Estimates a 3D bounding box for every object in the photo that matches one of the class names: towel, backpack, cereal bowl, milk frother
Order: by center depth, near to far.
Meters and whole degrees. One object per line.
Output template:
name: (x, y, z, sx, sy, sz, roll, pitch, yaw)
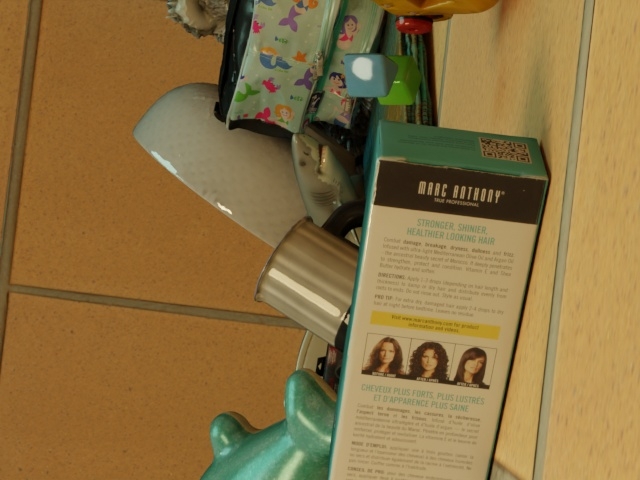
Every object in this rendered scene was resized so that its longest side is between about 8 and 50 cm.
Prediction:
milk frother: (0.032, 0.054, 1.376, 0.129, 0.134, 0.143, -47, -17, -35)
towel: (0.081, -0.081, 1.733, 0.370, 0.040, 0.271, -90, 6, -55)
backpack: (-0.021, -0.260, 1.893, 0.225, 0.191, 0.254, -82, -1, -52)
cereal bowl: (-0.060, -0.093, 2.071, 0.141, 0.339, 0.339, -55, 6, 6)

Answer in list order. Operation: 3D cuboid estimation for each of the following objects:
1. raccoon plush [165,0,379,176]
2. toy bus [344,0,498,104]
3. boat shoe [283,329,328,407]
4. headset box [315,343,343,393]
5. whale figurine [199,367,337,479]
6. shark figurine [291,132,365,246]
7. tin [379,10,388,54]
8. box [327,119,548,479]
raccoon plush: (-0.059, -0.210, 2.193, 0.216, 0.299, 0.446, -89, 6, -60)
toy bus: (0.087, -0.205, 1.150, 0.202, 0.104, 0.191, -59, -37, -44)
boat shoe: (0.007, 0.210, 2.037, 0.079, 0.095, 0.255, 157, 111, -74)
headset box: (0.037, 0.128, 1.631, 0.032, 0.083, 0.062, -88, 6, -62)
whale figurine: (-0.039, 0.253, 1.639, 0.141, 0.216, 0.272, -34, -23, -43)
shark figurine: (0.012, 0.023, 1.885, 0.166, 0.116, 0.278, 3, -110, -71)
tin: (0.092, -0.260, 1.943, 0.106, 0.040, 0.190, 93, -178, -61)
box: (0.067, 0.053, 1.014, 0.060, 0.100, 0.244, -88, 5, -64)
